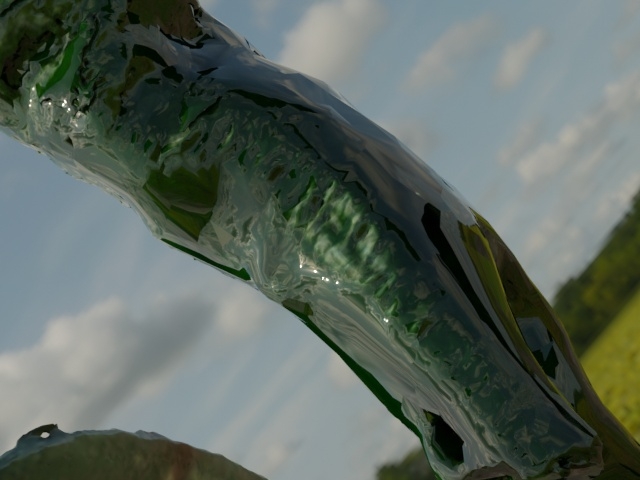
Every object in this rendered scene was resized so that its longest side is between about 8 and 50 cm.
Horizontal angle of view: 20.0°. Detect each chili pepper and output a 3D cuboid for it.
[{"bbox_3d":[0.001,-0.002,0.440,0.061,0.224,0.098,-55,-18,3],"label":"chili pepper"}]

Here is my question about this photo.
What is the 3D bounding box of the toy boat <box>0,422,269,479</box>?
[{"bbox_3d":[-0.077,0.156,0.772,0.206,0.096,0.282,-34,-40,-22],"label":"toy boat"}]
